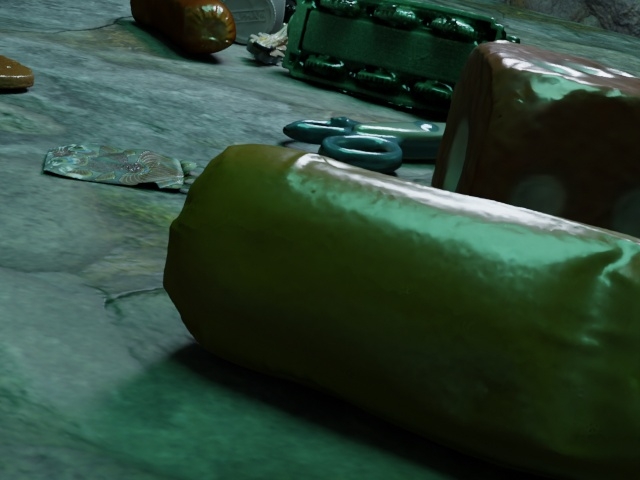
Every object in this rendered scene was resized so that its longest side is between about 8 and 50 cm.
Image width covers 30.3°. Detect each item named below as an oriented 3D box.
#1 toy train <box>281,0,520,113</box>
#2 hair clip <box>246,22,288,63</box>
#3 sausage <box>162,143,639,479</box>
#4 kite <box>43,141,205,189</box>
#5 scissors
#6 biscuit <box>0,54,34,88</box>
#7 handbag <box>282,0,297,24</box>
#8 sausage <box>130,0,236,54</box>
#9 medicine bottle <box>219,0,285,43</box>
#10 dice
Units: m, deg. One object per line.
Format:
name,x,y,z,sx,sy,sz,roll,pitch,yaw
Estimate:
toy train,0.117,-0.250,1.601,0.330,0.138,0.178,17,9,27
hair clip,-0.067,-0.291,1.739,0.062,0.056,0.214,30,28,4
sausage,0.088,0.045,0.620,0.354,0.134,0.116,18,-19,22
kite,-0.122,-0.054,1.005,0.229,0.016,0.127,10,20,6
scissors,0.102,-0.107,1.264,0.289,0.041,0.138,-6,25,-34
biscuit,-0.355,-0.179,1.236,0.102,0.019,0.130,-1,20,-36
handbag,0.036,-0.372,2.025,0.247,0.080,0.223,9,24,-14
sausage,-0.198,-0.327,1.704,0.089,0.083,0.300,-10,23,-23
medicine bottle,-0.126,-0.369,1.877,0.132,0.088,0.188,8,17,-13
dice,0.186,-0.047,0.908,0.179,0.175,0.174,13,16,-7
